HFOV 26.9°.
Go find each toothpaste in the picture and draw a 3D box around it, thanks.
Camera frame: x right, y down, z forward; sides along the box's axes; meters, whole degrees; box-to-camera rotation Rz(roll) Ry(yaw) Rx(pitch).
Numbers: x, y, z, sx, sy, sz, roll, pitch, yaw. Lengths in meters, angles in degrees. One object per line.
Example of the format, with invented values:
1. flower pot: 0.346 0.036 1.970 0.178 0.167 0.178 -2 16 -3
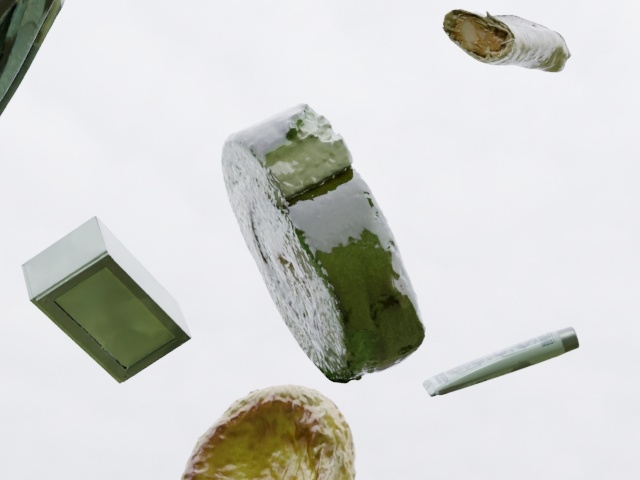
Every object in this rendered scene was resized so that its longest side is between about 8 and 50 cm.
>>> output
1. toothpaste: 0.266 0.180 1.973 0.239 0.062 0.039 -18 -73 -6

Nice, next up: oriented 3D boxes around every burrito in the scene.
1. burrito: 0.246 -0.250 1.686 0.226 0.087 0.060 0 -55 -53

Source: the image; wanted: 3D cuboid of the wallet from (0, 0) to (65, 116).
1. wallet: -0.289 -0.150 0.937 0.075 0.176 0.250 32 1 -44

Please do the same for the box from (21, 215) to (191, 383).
1. box: -0.301 0.090 1.897 0.129 0.086 0.225 -33 -47 5

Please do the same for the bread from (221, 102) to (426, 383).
1. bread: 0.000 0.000 1.784 0.129 0.366 0.382 -25 -54 -15

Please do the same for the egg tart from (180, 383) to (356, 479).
1. egg tart: -0.068 0.369 2.011 0.319 0.319 0.128 -16 -34 27
